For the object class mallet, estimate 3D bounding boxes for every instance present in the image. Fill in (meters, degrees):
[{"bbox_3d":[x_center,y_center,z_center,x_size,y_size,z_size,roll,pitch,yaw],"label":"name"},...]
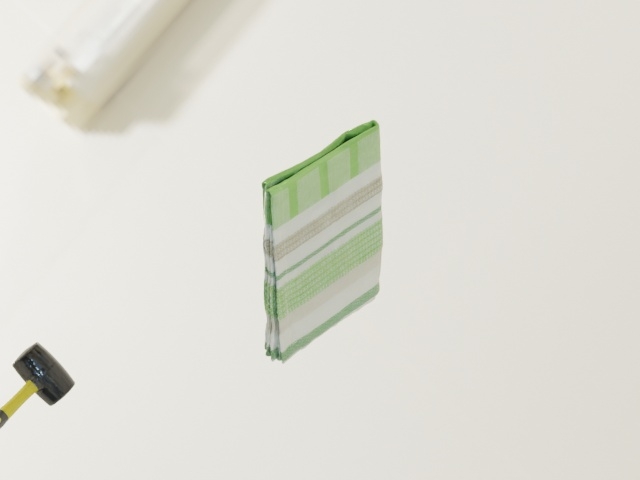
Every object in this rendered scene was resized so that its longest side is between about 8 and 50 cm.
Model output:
[{"bbox_3d":[-0.312,0.160,1.870,0.039,0.062,0.190,-38,0,35],"label":"mallet"}]

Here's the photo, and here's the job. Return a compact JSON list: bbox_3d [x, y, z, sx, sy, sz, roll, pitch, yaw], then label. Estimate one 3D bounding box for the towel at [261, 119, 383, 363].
[{"bbox_3d":[0.000,0.000,1.328,0.113,0.023,0.152,-34,-43,-36],"label":"towel"}]
